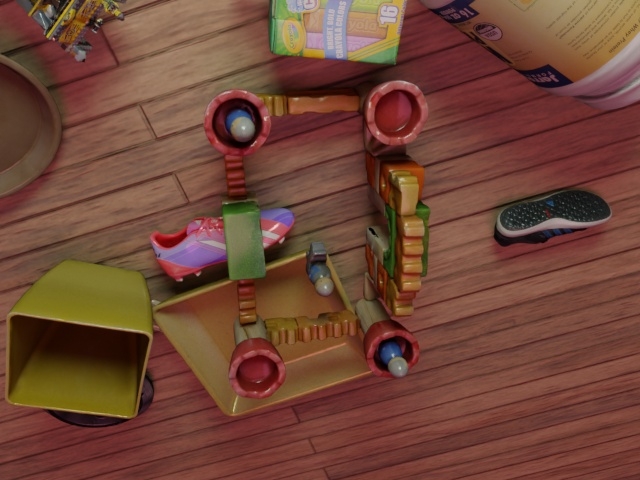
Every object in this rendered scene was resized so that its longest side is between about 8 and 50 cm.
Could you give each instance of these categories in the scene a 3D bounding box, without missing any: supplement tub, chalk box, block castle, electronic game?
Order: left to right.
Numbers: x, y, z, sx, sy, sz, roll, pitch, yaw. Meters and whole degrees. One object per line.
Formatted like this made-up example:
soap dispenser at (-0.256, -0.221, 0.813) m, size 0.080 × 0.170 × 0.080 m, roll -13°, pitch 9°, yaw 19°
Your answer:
electronic game at (-0.457, 0.312, 1.240) m, size 0.229 × 0.048 × 0.229 m, roll -5°, pitch 134°, yaw -5°
chalk box at (-0.005, -0.316, 0.785) m, size 0.212 × 0.132 × 0.132 m, roll 3°, pitch 125°, yaw -7°
block castle at (0.000, 0.000, 0.890) m, size 0.302 × 0.213 × 0.454 m, roll -6°, pitch 111°, yaw -10°
supplement tub at (0.292, -0.321, 0.752) m, size 0.316 × 0.228 × 0.228 m, roll 26°, pitch 119°, yaw -22°

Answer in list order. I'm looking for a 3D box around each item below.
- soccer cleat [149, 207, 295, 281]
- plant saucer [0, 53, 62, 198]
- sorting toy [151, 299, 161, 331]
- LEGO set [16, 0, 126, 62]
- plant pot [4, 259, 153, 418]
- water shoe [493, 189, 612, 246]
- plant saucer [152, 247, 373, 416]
soccer cleat at (-0.165, -0.010, 1.024) m, size 0.248 × 0.083 × 0.095 m, roll -20°, pitch 121°, yaw 12°
plant saucer at (-0.508, -0.158, 0.842) m, size 0.277 × 0.041 × 0.278 m, roll -20°, pitch 146°, yaw -14°
sorting toy at (-0.293, 0.149, 1.162) m, size 0.083 × 0.012 × 0.062 m, roll 24°, pitch 115°, yaw -18°
LEGO set at (-0.287, -0.341, 0.657) m, size 0.192 × 0.255 × 0.331 m, roll 45°, pitch 101°, yaw -2°
plant pot at (-0.396, 0.152, 1.046) m, size 0.212 × 0.187 × 0.212 m, roll 11°, pitch 125°, yaw -14°
water shoe at (0.406, -0.037, 1.082) m, size 0.203 × 0.073 × 0.080 m, roll -7°, pitch 153°, yaw -2°
plant saucer at (-0.094, 0.167, 1.156) m, size 0.332 × 0.081 × 0.333 m, roll -20°, pitch 125°, yaw 7°
